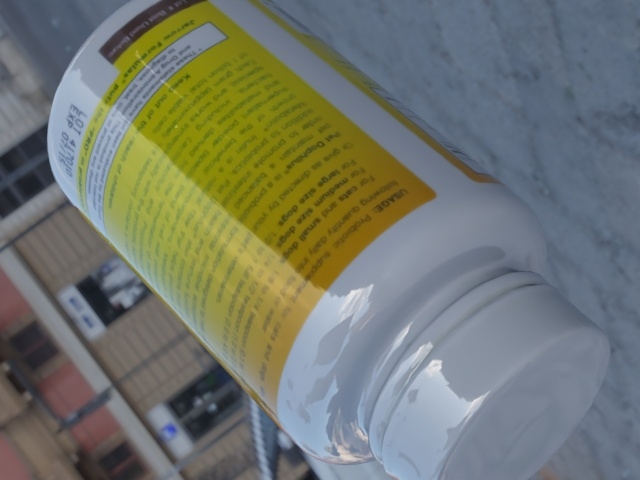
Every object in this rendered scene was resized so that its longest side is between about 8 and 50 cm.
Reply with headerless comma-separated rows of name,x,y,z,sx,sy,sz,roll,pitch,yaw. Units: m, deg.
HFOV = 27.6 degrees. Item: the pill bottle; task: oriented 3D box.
pill bottle,0.000,0.000,0.482,0.215,0.117,0.117,43,168,32
